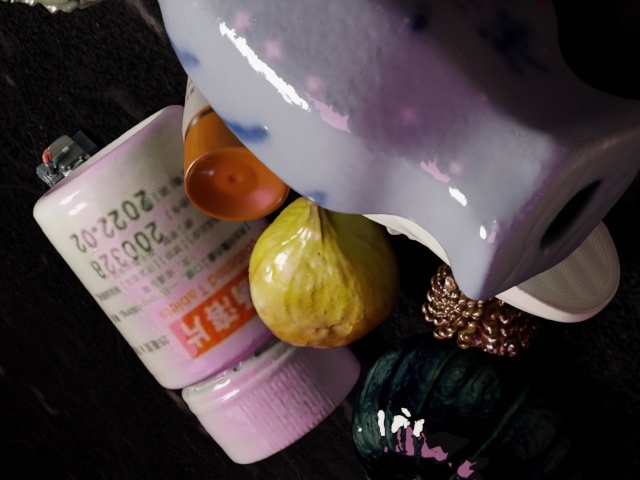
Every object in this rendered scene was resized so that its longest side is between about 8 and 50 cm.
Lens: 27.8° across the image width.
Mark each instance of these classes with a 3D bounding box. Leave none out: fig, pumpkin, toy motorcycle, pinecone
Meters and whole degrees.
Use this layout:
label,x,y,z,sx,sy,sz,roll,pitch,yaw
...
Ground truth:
label,x,y,z,sx,sy,sz,roll,pitch,yaw
fig,0.000,0.000,1.286,0.159,0.159,0.257,36,158,25
pumpkin,0.130,0.222,1.289,0.248,0.248,0.248,37,152,24
toy motorcycle,-0.287,-0.062,1.725,0.221,0.102,0.150,41,165,15
pinecone,0.153,0.064,1.207,0.109,0.102,0.102,44,155,-9

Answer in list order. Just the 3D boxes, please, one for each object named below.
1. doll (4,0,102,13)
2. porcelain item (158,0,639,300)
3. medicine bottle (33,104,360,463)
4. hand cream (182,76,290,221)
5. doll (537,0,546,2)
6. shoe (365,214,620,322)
label,x,y,z,sx,sy,sz,roll,pitch,yaw
doll,-0.337,-0.331,1.235,0.350,0.247,0.247,18,151,0
porcelain item,0.033,-0.144,0.947,0.405,0.243,0.178,42,127,21
medicine bottle,-0.139,0.054,1.508,0.388,0.219,0.219,55,154,-11
hand cream,-0.075,-0.150,1.124,0.139,0.089,0.314,83,180,-49
doll,0.148,-0.242,0.840,0.109,0.057,0.169,-7,117,56
shoe,0.092,-0.044,1.123,0.363,0.132,0.160,46,154,15
